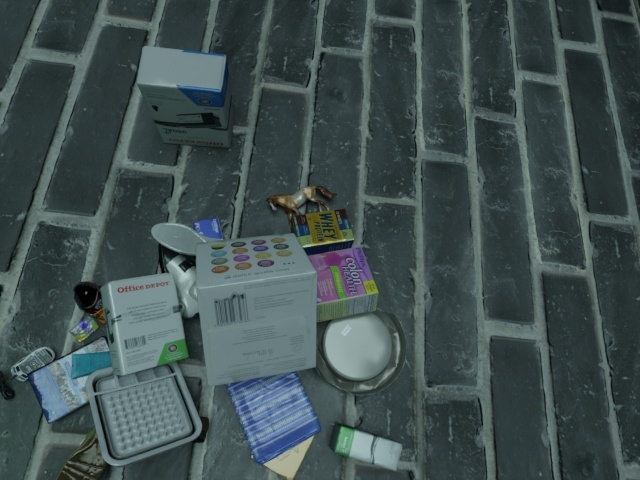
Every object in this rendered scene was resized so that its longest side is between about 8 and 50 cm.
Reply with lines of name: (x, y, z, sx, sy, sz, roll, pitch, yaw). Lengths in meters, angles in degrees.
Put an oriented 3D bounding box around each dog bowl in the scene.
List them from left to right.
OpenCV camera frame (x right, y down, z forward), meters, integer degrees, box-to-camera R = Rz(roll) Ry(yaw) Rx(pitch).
dog bowl: (0.128, 0.377, 1.552, 0.349, 0.102, 0.348, 2, 69, -7)

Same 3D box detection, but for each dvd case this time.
dvd case: (-0.809, 0.458, 1.433, 0.253, 0.022, 0.180, -28, 76, -24)

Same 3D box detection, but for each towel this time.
towel: (-0.830, 0.312, 1.508, 0.083, 0.009, 0.060, -41, 79, -18)
towel: (-0.172, 0.550, 1.471, 0.243, 0.040, 0.335, -23, 70, -13)

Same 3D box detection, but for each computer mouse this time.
computer mouse: (-0.979, 0.428, 1.427, 0.193, 0.042, 0.106, -36, 101, -21)

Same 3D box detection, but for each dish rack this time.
dish rack: (-0.553, 0.528, 1.339, 0.286, 0.072, 0.333, -4, 39, -38)

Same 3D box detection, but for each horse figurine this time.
horse figurine: (-0.068, -0.151, 1.737, 0.263, 0.066, 0.174, -31, 83, -14)

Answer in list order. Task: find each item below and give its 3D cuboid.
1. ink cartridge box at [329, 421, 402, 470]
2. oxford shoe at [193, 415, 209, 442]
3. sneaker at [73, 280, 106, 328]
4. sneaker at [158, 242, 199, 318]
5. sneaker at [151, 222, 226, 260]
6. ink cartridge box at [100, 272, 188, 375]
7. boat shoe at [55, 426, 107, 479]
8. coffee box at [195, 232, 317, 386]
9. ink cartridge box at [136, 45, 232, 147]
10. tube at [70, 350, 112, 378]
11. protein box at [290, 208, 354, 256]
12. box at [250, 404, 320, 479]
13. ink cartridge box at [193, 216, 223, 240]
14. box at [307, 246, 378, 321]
ink cartridge box: (0.145, 0.678, 1.419, 0.209, 0.153, 0.086, 17, 70, 0)
oxford shoe: (-0.479, 0.596, 1.423, 0.228, 0.082, 0.096, 13, 46, 0)
sneaker: (-0.712, 0.254, 1.451, 0.321, 0.180, 0.124, 32, 70, 5)
sneaker: (-0.497, 0.125, 1.570, 0.146, 0.122, 0.330, -16, 74, -27)
sneaker: (-0.452, 0.031, 1.517, 0.296, 0.147, 0.104, 18, 61, -19)
ink cartridge box: (-0.574, 0.266, 1.399, 0.211, 0.122, 0.288, -6, 82, -40)
boat shoe: (-0.708, 0.658, 1.355, 0.109, 0.098, 0.302, 32, 67, -9)
coffee box: (-0.211, 0.199, 1.378, 0.338, 0.334, 0.337, -6, 113, -13)
ink cartridge box: (-0.493, -0.528, 1.646, 0.286, 0.395, 0.166, 4, 72, -5)
tube: (-0.726, 0.404, 1.442, 0.207, 0.052, 0.080, -7, 64, -12)
protein box: (0.000, 0.000, 1.611, 0.201, 0.199, 0.135, -9, 63, -10)
box: (-0.118, 0.680, 1.457, 0.165, 0.021, 0.201, 29, 70, 4)
ink cartridge box: (-0.417, 0.020, 1.642, 0.097, 0.046, 0.206, -13, 73, -11)
box: (0.056, 0.154, 1.522, 0.243, 0.117, 0.213, -9, 49, -8)
